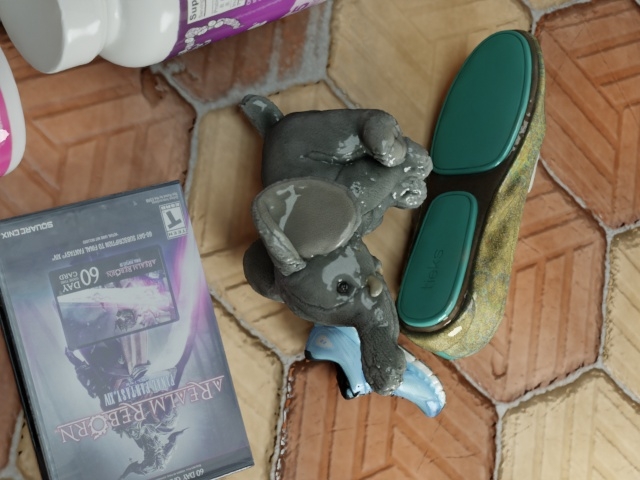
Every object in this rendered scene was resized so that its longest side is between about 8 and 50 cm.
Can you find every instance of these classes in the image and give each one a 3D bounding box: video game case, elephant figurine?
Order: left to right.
[{"bbox_3d":[-0.179,0.098,1.396,0.196,0.026,0.274,-15,89,-32],"label":"video game case"},{"bbox_3d":[0.000,0.000,1.432,0.169,0.186,0.239,52,49,-39],"label":"elephant figurine"}]

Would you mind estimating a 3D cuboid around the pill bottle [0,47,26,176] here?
[{"bbox_3d":[-0.389,-0.075,1.218,0.283,0.160,0.160,-27,96,-31],"label":"pill bottle"}]

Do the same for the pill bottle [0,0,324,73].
[{"bbox_3d":[-0.132,-0.252,1.395,0.301,0.169,0.169,-24,95,-31],"label":"pill bottle"}]

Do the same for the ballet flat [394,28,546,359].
[{"bbox_3d":[0.164,-0.042,1.583,0.123,0.123,0.348,26,69,-25],"label":"ballet flat"}]

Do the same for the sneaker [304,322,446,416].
[{"bbox_3d":[0.049,0.128,1.518,0.162,0.063,0.073,36,84,-17],"label":"sneaker"}]
